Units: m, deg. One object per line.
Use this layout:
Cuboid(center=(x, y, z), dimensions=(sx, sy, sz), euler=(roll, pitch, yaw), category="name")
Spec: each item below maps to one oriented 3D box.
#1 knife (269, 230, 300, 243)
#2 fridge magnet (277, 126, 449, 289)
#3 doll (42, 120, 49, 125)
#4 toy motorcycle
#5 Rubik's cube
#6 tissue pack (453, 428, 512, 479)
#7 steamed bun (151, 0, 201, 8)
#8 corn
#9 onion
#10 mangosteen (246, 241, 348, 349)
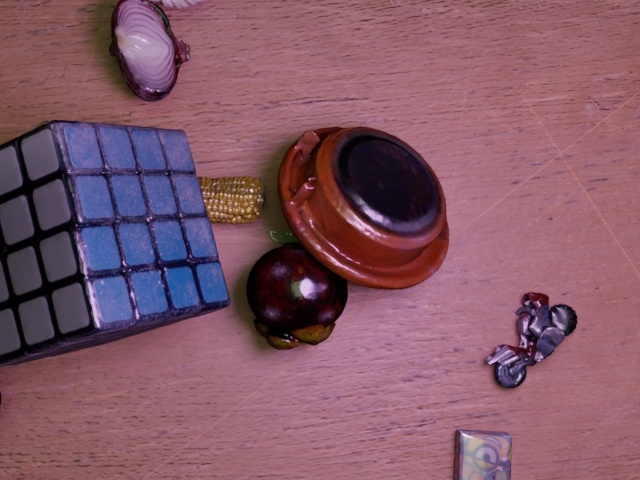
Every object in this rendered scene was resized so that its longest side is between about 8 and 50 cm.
Cuboid(center=(0.000, 0.000, 1.893), dimensions=(0.207, 0.014, 0.030), euler=(7, 84, -5), category="knife")
Cuboid(center=(0.091, -0.072, 1.792), dimensions=(0.363, 0.155, 0.364), euler=(17, 50, -21), category="fridge magnet")
Cuboid(center=(-0.541, -0.194, 1.839), dimensions=(0.085, 0.040, 0.058), euler=(-35, 76, -14), category="doll")
Cuboid(center=(0.410, 0.189, 1.885), dimensions=(0.213, 0.082, 0.122), euler=(-44, 91, -11), category="toy motorcycle")
Cuboid(center=(-0.409, 0.009, 1.622), dimensions=(0.343, 0.344, 0.337), euler=(-18, 85, 31), category="Rubik's cube")
Cuboid(center=(0.315, 0.446, 1.855), dimensions=(0.108, 0.060, 0.148), euler=(5, 82, -5), category="tissue pack")
Cuboid(center=(-0.281, -0.534, 1.870), dimensions=(0.182, 0.106, 0.183), euler=(0, 73, 0), category="steamed bun")
Cuboid(center=(-0.252, -0.084, 1.830), dimensions=(0.291, 0.101, 0.101), euler=(4, 83, -7), category="corn")
Cuboid(center=(-0.338, -0.361, 1.854), dimensions=(0.151, 0.098, 0.206), euler=(-2, 74, -30), category="onion")
Cuboid(center=(-0.043, 0.103, 1.785), dimensions=(0.209, 0.210, 0.210), euler=(1, 83, -7), category="mangosteen")
